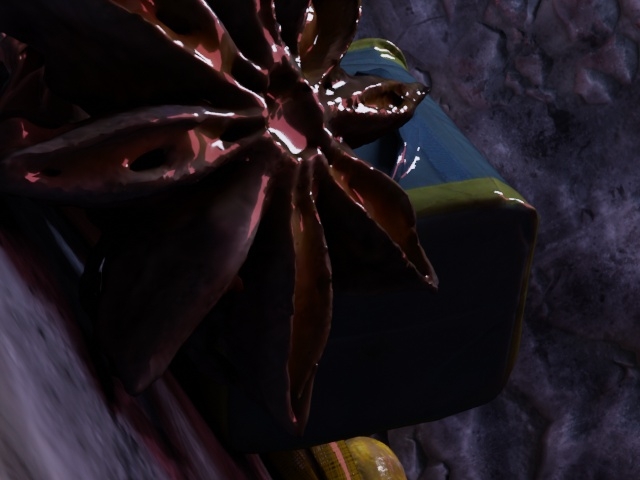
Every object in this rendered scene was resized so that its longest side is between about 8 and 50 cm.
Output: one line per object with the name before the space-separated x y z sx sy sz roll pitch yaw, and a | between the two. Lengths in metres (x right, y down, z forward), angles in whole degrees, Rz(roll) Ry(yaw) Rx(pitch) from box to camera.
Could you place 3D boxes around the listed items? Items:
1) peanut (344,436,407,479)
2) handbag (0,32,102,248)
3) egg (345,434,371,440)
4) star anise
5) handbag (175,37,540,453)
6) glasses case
peanut | 0.069 0.290 1.419 0.087 0.087 0.207 60 -2 -42
handbag | -0.126 -0.116 0.823 0.157 0.059 0.213 58 32 -49
egg | 0.018 0.150 1.558 0.182 0.141 0.141 48 5 -25
star anise | -0.054 -0.057 0.724 0.331 0.117 0.332 19 64 -45
handbag | 0.000 0.000 0.976 0.241 0.263 0.222 -121 -157 -51
glasses case | -0.035 0.130 1.098 0.234 0.064 0.079 59 -8 12
